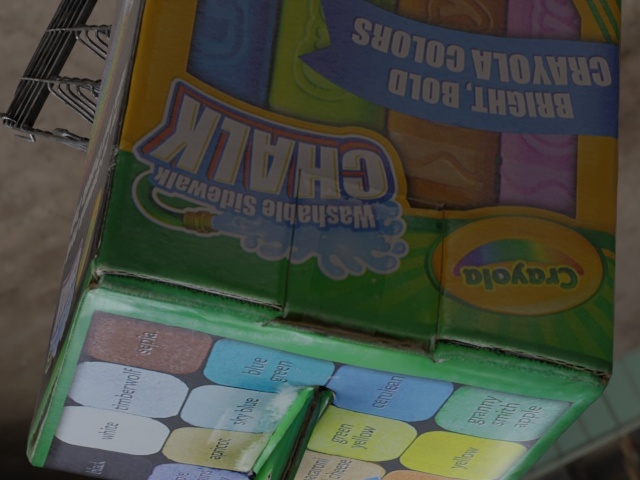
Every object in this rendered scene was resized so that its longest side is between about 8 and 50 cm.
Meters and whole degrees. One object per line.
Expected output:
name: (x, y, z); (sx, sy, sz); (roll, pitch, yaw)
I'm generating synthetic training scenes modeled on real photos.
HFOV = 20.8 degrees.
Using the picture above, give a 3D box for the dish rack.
dish rack: (-0.105, -0.131, 1.054); (0.074, 0.208, 0.271); (31, 174, -25)

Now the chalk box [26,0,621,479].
chalk box: (0.000, 0.000, 0.477); (0.132, 0.213, 0.132); (12, 152, -11)
